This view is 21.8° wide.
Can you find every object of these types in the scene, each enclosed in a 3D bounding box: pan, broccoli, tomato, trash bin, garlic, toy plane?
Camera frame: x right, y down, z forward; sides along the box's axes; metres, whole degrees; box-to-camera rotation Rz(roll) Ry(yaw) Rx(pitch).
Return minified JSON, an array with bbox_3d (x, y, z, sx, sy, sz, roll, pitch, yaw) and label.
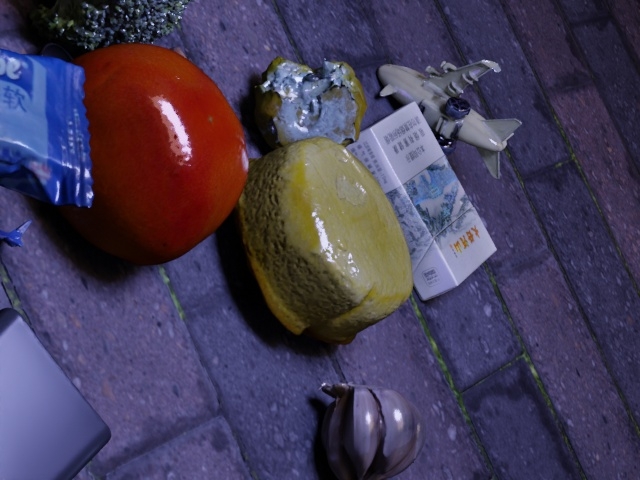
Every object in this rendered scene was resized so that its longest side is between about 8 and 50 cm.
[{"bbox_3d":[-0.294,-0.168,1.895,0.115,0.023,0.068,65,30,-19],"label":"pan"},{"bbox_3d":[-0.288,-0.383,1.913,0.361,0.221,0.252,39,31,-17],"label":"broccoli"},{"bbox_3d":[-0.189,-0.104,1.848,0.260,0.180,0.259,32,50,-48],"label":"tomato"},{"bbox_3d":[-0.321,0.195,1.510,0.165,0.115,0.225,55,35,-12],"label":"trash bin"},{"bbox_3d":[0.056,0.263,2.014,0.131,0.127,0.194,28,65,-48],"label":"garlic"},{"bbox_3d":[-0.359,-0.018,1.673,0.167,0.054,0.062,18,28,-48],"label":"toy plane"},{"bbox_3d":[0.182,-0.194,2.482,0.244,0.229,0.092,31,41,15],"label":"toy plane"}]

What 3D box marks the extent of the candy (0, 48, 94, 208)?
[{"bbox_3d":[-0.382,-0.132,1.640,0.331,0.077,0.187,10,58,-30],"label":"candy"}]

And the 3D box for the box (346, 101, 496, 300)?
[{"bbox_3d":[0.142,-0.059,2.400,0.256,0.069,0.164,61,32,-4],"label":"box"}]

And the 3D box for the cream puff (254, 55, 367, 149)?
[{"bbox_3d":[-0.016,-0.177,2.205,0.156,0.156,0.121,-64,152,-52],"label":"cream puff"}]

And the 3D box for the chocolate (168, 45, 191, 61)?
[{"bbox_3d":[-0.182,-0.189,2.064,0.064,0.031,0.100,50,34,-53],"label":"chocolate"}]

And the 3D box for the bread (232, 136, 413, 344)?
[{"bbox_3d":[0.000,0.000,2.083,0.270,0.148,0.270,40,35,-36],"label":"bread"}]
